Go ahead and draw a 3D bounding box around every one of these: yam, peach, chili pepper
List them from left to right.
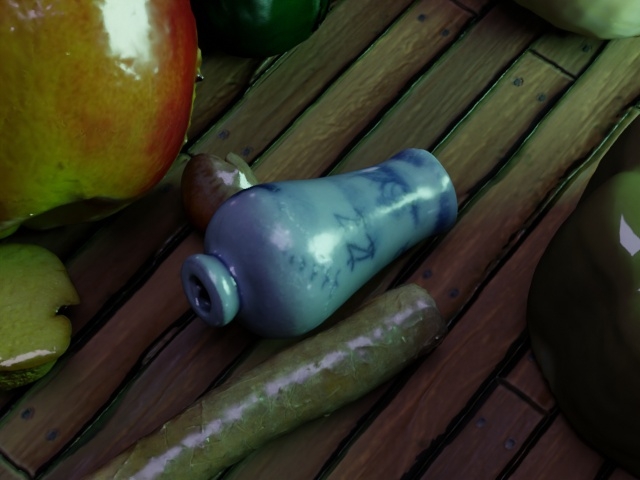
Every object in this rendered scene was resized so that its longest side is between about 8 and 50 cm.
[{"bbox_3d":[-0.278,-0.202,1.107,0.242,0.306,0.381,-9,77,-55],"label":"peach"},{"bbox_3d":[-0.087,-0.315,1.269,0.248,0.257,0.233,30,68,15],"label":"chili pepper"},{"bbox_3d":[-0.045,0.143,1.109,0.356,0.081,0.081,-32,66,-18],"label":"yam"}]

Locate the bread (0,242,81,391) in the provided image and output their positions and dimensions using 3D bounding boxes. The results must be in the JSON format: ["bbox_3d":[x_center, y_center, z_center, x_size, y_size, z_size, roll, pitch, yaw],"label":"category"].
[{"bbox_3d":[-0.305,0.071,1.149,0.187,0.065,0.149,-3,50,-1],"label":"bread"}]

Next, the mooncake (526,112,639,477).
[{"bbox_3d":[0.380,0.046,1.116,0.378,0.201,0.379,1,61,-2],"label":"mooncake"}]

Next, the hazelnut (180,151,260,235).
[{"bbox_3d":[-0.091,-0.044,1.211,0.086,0.086,0.086,1,60,-2],"label":"hazelnut"}]

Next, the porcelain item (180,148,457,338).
[{"bbox_3d":[0.000,0.000,1.156,0.259,0.141,0.141,-24,64,-28],"label":"porcelain item"}]

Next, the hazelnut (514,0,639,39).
[{"bbox_3d":[0.282,-0.338,1.341,0.261,0.261,0.241,33,32,15],"label":"hazelnut"}]
